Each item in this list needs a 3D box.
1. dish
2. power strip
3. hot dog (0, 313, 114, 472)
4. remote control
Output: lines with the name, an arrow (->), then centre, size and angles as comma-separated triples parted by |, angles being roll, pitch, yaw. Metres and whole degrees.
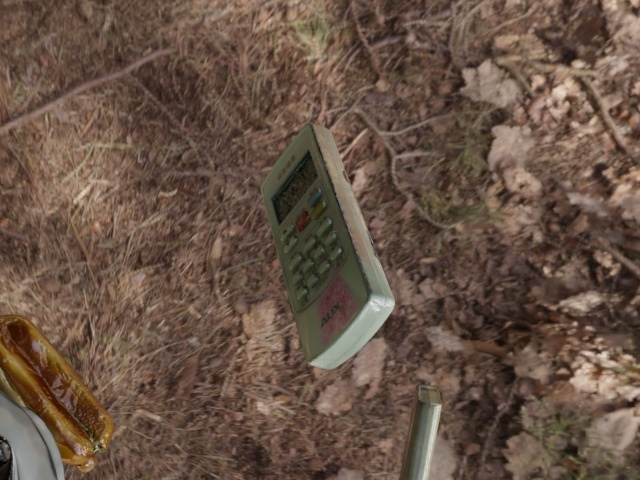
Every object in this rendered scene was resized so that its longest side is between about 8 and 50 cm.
dish -> -0.391, 0.276, 0.941 | 0.120, 0.303, 0.303 | -15, 81, -54
power strip -> 0.128, 0.332, 1.108 | 0.034, 0.092, 0.268 | 9, 94, 4
hot dog -> -0.368, 0.196, 1.049 | 0.249, 0.068, 0.100 | 45, 30, 18
remote control -> -0.001, 0.000, 1.068 | 0.050, 0.145, 0.344 | 18, 37, -33
